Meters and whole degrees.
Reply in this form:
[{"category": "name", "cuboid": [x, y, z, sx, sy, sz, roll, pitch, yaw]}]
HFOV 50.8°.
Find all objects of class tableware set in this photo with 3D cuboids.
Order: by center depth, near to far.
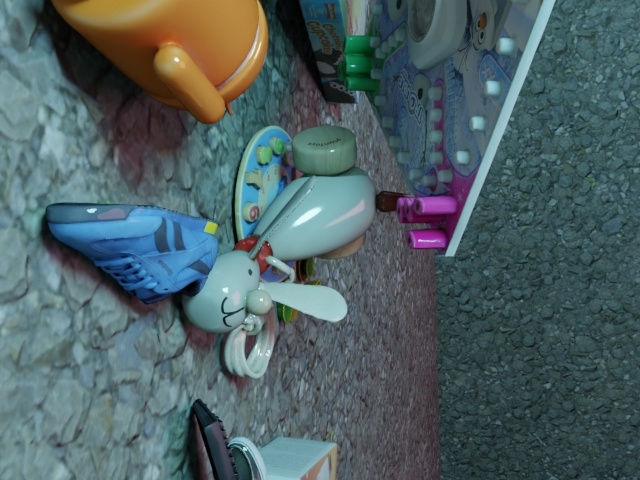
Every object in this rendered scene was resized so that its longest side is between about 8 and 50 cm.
[{"category": "tableware set", "cuboid": [-0.030, 0.068, 1.010, 0.154, 0.024, 0.104, -10, 101, -73]}]

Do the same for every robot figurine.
[{"category": "robot figurine", "cuboid": [-0.117, -0.183, 0.520, 0.128, 0.158, 0.219, -56, 158, -4]}]

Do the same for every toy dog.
[{"category": "toy dog", "cuboid": [0.000, 0.000, 0.774, 0.334, 0.161, 0.220, -65, 148, -32]}]

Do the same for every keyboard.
[{"category": "keyboard", "cuboid": [-0.090, 0.257, 0.683, 0.108, 0.023, 0.180, -158, -128, -68]}]

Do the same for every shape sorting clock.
[{"category": "shape sorting clock", "cuboid": [-0.058, -0.045, 0.877, 0.206, 0.040, 0.206, 1, 90, -73]}]

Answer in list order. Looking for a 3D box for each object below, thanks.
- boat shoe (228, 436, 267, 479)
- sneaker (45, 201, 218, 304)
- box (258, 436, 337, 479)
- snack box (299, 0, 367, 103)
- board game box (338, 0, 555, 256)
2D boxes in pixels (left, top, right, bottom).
[{"category": "boat shoe", "cuboid": [-0.086, 0.300, 0.773, 0.040, 0.049, 0.142, -2, 82, -73]}, {"category": "sneaker", "cuboid": [-0.144, 0.014, 0.553, 0.209, 0.069, 0.082, 19, 77, -73]}, {"category": "box", "cuboid": [-0.044, 0.342, 0.873, 0.170, 0.091, 0.130, 6, 86, -73]}, {"category": "snack box", "cuboid": [0.026, -0.359, 1.018, 0.322, 0.060, 0.187, 62, 33, -74]}, {"category": "board game box", "cuboid": [0.107, -0.248, 0.705, 0.390, 0.050, 0.390, -106, -159, -45]}]
